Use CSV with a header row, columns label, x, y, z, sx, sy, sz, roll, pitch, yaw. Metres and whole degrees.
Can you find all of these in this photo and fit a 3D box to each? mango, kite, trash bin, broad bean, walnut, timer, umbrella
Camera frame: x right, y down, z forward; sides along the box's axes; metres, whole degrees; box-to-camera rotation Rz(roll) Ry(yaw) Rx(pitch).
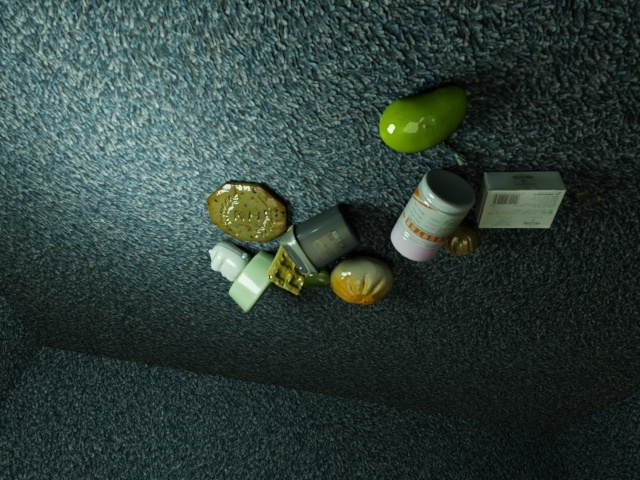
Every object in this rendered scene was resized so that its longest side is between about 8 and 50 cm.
label,x,y,z,sx,sy,sz,roll,pitch,yaw
mango,0.320,-0.369,1.295,0.272,0.149,0.185,-11,133,13
kite,0.991,-0.159,1.528,0.122,0.004,0.090,17,138,-10
trash bin,0.000,0.000,1.682,0.290,0.182,0.209,-30,111,10
broad bean,-0.027,0.185,2.008,0.174,0.082,0.124,-21,133,27
walnut,0.561,-0.011,1.664,0.166,0.149,0.166,33,160,14
timer,-0.366,0.127,1.896,0.315,0.291,0.291,36,135,0
umbrella,0.453,-0.303,1.427,0.269,0.044,0.044,27,107,-18

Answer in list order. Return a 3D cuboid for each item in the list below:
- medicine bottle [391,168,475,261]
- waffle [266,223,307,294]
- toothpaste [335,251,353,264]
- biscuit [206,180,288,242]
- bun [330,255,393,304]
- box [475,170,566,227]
label,x,y,z,sx,sy,sz,roll,pitch,yaw
medicine bottle,0.412,-0.088,1.550,0.202,0.202,0.316,14,138,-7
waffle,-0.111,0.079,1.789,0.168,0.274,0.057,32,166,-25
toothpaste,0.119,0.065,1.886,0.071,0.045,0.193,10,144,-4
biscuit,-0.308,-0.111,1.754,0.358,0.046,0.359,4,137,4
bun,0.195,0.211,1.921,0.298,0.165,0.299,2,147,1
box,0.716,-0.146,1.507,0.260,0.111,0.195,0,138,6
